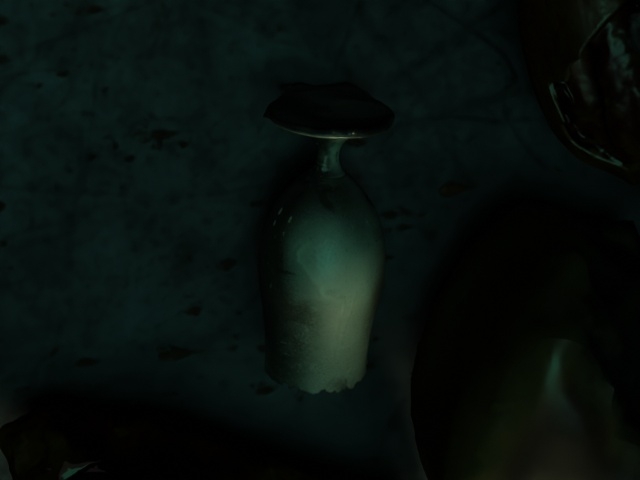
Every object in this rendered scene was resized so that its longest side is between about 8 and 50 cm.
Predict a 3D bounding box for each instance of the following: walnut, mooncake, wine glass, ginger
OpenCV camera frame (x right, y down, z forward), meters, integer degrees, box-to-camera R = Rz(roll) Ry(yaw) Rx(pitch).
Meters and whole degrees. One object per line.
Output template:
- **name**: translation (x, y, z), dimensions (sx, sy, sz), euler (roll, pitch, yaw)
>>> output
- **walnut**: translation (0.208, -0.130, 1.274), dimensions (0.115, 0.116, 0.207), euler (-17, 115, -1)
- **mooncake**: translation (0.272, 0.148, 1.329), dimensions (0.393, 0.246, 0.394), euler (-21, 115, 7)
- **wine glass**: translation (0.000, 0.000, 1.308), dimensions (0.103, 0.103, 0.222), euler (0, 113, -9)
- **ginger**: translation (-0.052, 0.269, 1.346), dimensions (0.418, 0.254, 0.176), euler (25, 110, -23)

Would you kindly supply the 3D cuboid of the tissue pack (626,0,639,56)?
- **tissue pack**: translation (0.382, -0.111, 1.245), dimensions (0.332, 0.123, 0.245), euler (-23, 102, -24)
